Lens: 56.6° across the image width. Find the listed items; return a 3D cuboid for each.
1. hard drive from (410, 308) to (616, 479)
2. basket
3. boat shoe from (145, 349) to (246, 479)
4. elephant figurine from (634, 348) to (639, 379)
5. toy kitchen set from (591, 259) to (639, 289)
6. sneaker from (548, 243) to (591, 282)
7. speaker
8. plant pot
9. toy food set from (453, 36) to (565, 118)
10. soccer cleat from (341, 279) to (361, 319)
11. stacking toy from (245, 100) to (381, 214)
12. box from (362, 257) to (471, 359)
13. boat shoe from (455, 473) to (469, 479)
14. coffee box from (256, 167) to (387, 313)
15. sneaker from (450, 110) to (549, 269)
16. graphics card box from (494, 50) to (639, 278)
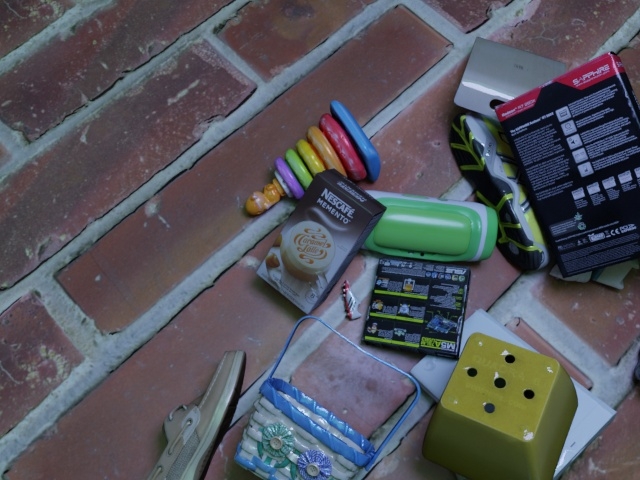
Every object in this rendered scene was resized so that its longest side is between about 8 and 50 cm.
[{"bbox_3d":[0.346,0.285,1.104,0.203,0.040,0.307,-38,52,-15],"label":"hard drive"},{"bbox_3d":[0.007,0.313,1.058,0.254,0.201,0.289,30,80,11],"label":"basket"},{"bbox_3d":[-0.236,0.348,1.081,0.110,0.122,0.341,21,71,6],"label":"boat shoe"},{"bbox_3d":[0.747,0.268,1.132,0.239,0.186,0.169,31,47,5],"label":"elephant figurine"},{"bbox_3d":[0.631,-0.026,1.288,0.122,0.166,0.207,26,33,8],"label":"toy kitchen set"},{"bbox_3d":[0.533,-0.018,1.278,0.094,0.080,0.212,6,69,13],"label":"sneaker"},{"bbox_3d":[0.207,-0.030,1.242,0.296,0.131,0.131,7,68,1],"label":"speaker"},{"bbox_3d":[0.294,0.275,0.977,0.212,0.187,0.212,18,59,28],"label":"plant pot"},{"bbox_3d":[0.432,-0.355,1.355,0.219,0.092,0.306,20,41,7],"label":"toy food set"},{"bbox_3d":[0.065,0.122,1.231,0.035,0.029,0.083,-4,71,-13],"label":"soccer cleat"},{"bbox_3d":[-0.035,-0.148,1.286,0.301,0.175,0.166,-33,72,1],"label":"stacking toy"},{"bbox_3d":[0.195,0.132,1.194,0.190,0.045,0.184,5,69,20],"label":"box"},{"bbox_3d":[0.385,0.379,1.094,0.302,0.109,0.094,-30,76,-10],"label":"boat shoe"},{"bbox_3d":[0.000,0.000,1.168,0.141,0.098,0.246,37,112,12],"label":"coffee box"},{"bbox_3d":[0.415,-0.124,1.277,0.147,0.145,0.385,-14,72,-10],"label":"sneaker"},{"bbox_3d":[0.515,-0.135,1.136,0.094,0.232,0.371,-18,86,-54],"label":"graphics card box"}]
